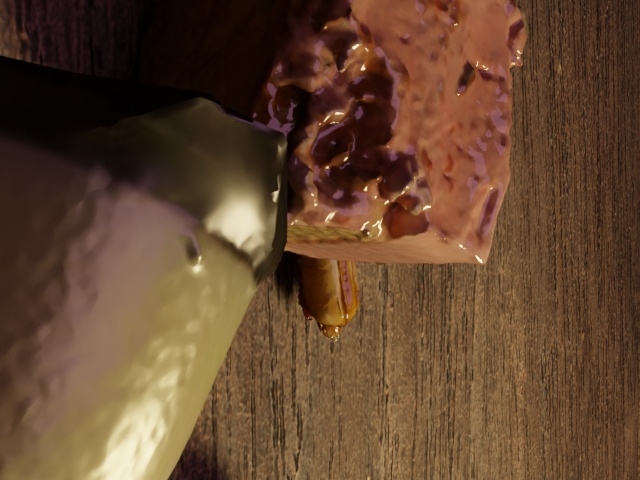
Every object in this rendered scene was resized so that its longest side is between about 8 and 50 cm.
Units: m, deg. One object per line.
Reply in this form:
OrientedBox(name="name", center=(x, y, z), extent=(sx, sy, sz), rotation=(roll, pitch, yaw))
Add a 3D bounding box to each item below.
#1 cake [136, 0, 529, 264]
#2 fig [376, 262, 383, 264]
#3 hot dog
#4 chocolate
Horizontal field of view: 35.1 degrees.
OrientedBox(name="cake", center=(0.012, -0.138, 0.982), extent=(0.306, 0.293, 0.314), rotation=(25, 77, -41))
OrientedBox(name="fig", center=(0.120, -0.098, 1.315), extent=(0.249, 0.186, 0.204), rotation=(59, 16, -64))
OrientedBox(name="hot dog", center=(0.000, 0.000, 1.207), extent=(0.102, 0.076, 0.249), rotation=(-50, 134, -85))
OrientedBox(name="chocolate", center=(-0.197, 0.064, 0.659), extent=(0.314, 0.326, 0.297), rotation=(105, -6, -77))
